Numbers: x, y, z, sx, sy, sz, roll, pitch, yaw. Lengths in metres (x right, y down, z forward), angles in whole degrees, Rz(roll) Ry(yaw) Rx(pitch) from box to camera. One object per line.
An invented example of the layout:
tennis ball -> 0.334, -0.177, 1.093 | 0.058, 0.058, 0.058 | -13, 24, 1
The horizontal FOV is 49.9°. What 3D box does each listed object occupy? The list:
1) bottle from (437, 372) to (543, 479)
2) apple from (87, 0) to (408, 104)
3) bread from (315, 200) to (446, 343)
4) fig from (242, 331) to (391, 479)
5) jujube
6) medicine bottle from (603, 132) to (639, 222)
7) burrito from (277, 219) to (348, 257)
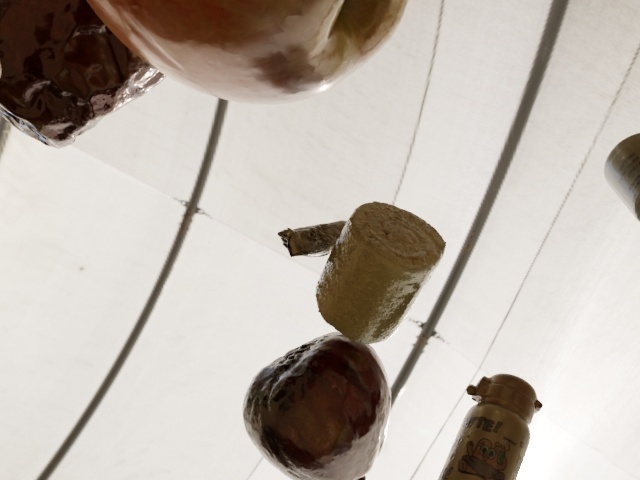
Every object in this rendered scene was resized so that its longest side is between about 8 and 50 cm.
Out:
bottle -> 0.235, 0.285, 0.976 | 0.110, 0.209, 0.097 | 25, -30, 11
apple -> -0.074, -0.343, 0.786 | 0.347, 0.391, 0.391 | 30, -70, 20
bread -> 0.075, 0.041, 0.917 | 0.134, 0.148, 0.141 | 40, -57, 21
fig -> -0.001, 0.261, 1.040 | 0.224, 0.224, 0.263 | 23, -51, 28
jujube -> -0.340, -0.322, 1.028 | 0.276, 0.276, 0.376 | 23, -106, 28
medicine bottle -> 0.369, -0.055, 0.741 | 0.080, 0.080, 0.130 | -49, -152, 25
burrito -> 0.001, -0.001, 0.993 | 0.042, 0.171, 0.051 | -46, -112, 35
